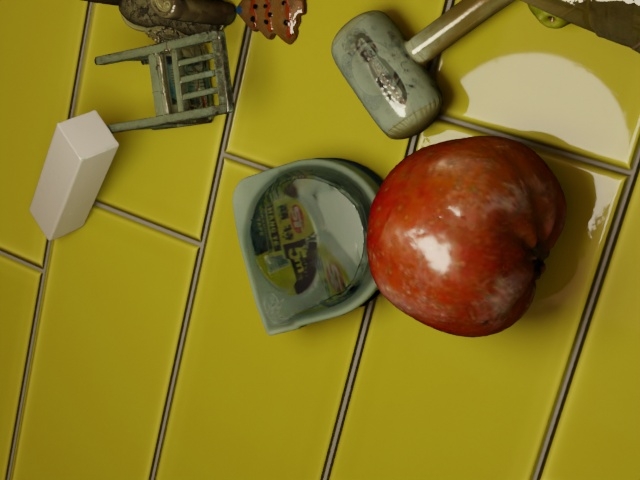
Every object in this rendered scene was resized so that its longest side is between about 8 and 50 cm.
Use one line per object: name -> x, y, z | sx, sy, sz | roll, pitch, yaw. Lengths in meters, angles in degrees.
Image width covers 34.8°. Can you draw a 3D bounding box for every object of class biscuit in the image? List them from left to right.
biscuit -> -0.083, -0.378, 1.665 | 0.129, 0.019, 0.120 | 0, 97, 28

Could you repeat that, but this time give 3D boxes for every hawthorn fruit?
hawthorn fruit -> 0.201, -0.008, 1.431 | 0.284, 0.284, 0.284 | 4, 99, 27

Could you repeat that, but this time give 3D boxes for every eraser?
eraser -> -0.434, -0.107, 1.777 | 0.078, 0.076, 0.298 | 55, 145, 10

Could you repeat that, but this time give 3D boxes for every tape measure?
tape measure -> -0.002, 0.001, 1.611 | 0.262, 0.138, 0.259 | -16, 91, 28

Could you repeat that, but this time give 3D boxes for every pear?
pear -> 0.330, -0.347, 1.423 | 0.092, 0.092, 0.097 | 18, 63, 24

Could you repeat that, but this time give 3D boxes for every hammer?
hammer -> 0.173, -0.303, 1.502 | 0.305, 0.113, 0.202 | -37, 83, 21

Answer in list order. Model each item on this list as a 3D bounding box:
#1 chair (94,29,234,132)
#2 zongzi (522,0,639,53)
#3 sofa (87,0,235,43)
chair -> -0.222, -0.259, 1.680 | 0.270, 0.147, 0.136 | -6, 95, 32
zongzi -> 0.426, -0.370, 1.281 | 0.300, 0.145, 0.274 | 24, 121, 6
sofa -> -0.291, -0.409, 1.668 | 0.258, 0.200, 0.182 | 16, 102, 23
